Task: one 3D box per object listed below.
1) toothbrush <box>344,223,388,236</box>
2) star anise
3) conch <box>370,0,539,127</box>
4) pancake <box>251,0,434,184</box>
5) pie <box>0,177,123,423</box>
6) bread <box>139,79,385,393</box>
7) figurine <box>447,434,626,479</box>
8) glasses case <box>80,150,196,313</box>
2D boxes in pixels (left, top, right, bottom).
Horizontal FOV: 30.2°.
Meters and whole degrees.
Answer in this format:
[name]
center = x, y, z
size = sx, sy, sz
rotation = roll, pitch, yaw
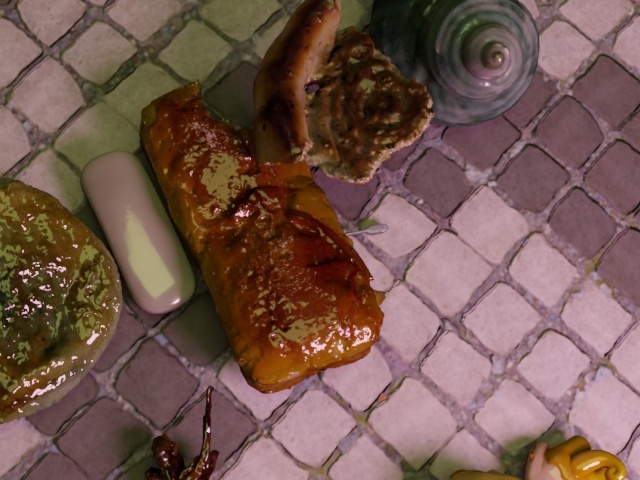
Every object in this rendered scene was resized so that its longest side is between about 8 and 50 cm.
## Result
[toothbrush]
center = 0.000, 0.000, 1.418
size = 0.167, 0.014, 0.011
rotation = -11, 73, -8
[star anise]
center = -0.144, 0.250, 1.289
size = 0.097, 0.070, 0.191
rotation = 10, 84, 7
[conch]
center = 0.164, -0.243, 1.422
size = 0.195, 0.277, 0.220
rotation = 17, 110, -18
[pancake]
center = -0.003, -0.169, 1.355
size = 0.212, 0.056, 0.257
rotation = -31, 59, -13
[pie]
center = -0.353, 0.058, 1.292
size = 0.277, 0.078, 0.277
rotation = 5, 78, -26
[bread]
center = -0.069, -0.021, 1.356
size = 0.185, 0.109, 0.380
rotation = -23, 71, -11
[figurine]
center = 0.219, 0.299, 1.305
size = 0.246, 0.131, 0.156
rotation = -32, 77, -29
[glasses case]
center = -0.211, -0.011, 1.373
size = 0.081, 0.051, 0.204
rotation = -22, 78, -15
